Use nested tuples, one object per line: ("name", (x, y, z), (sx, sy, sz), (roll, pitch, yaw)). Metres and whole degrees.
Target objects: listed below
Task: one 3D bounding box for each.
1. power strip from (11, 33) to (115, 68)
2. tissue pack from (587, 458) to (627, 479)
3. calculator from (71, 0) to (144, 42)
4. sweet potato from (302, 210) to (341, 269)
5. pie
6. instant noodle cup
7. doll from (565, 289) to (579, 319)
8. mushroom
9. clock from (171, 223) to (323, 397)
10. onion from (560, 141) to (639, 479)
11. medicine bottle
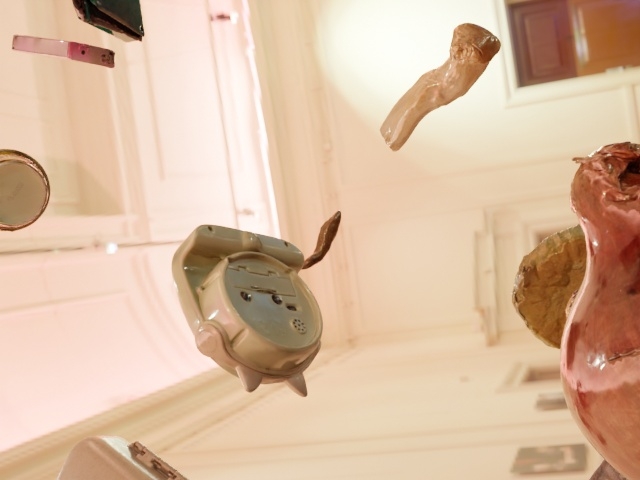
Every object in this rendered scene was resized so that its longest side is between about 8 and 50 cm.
("power strip", (-0.526, -0.388, 1.932), (0.109, 0.279, 0.037), (4, -80, -43))
("tissue pack", (0.490, 0.403, 1.483), (0.235, 0.073, 0.173), (-59, 14, 14))
("calculator", (-0.411, -0.516, 1.773), (0.248, 0.058, 0.274), (-2, -97, -79))
("sweet potato", (0.005, 0.005, 1.963), (0.153, 0.041, 0.038), (-57, 9, -13))
("pie", (0.566, 0.108, 2.100), (0.071, 0.306, 0.306), (-89, -14, -74))
("instant noodle cup", (-0.656, -0.103, 2.000), (0.144, 0.182, 0.182), (-166, 63, -67))
("doll", (0.537, 0.095, 1.777), (0.291, 0.086, 0.117), (-33, -22, -48))
("mushroom", (0.132, -0.179, 1.133), (0.054, 0.202, 0.059), (28, -138, -22))
("clock", (-0.111, 0.129, 1.690), (0.265, 0.108, 0.324), (12, -137, -41))
("onion", (0.380, 0.068, 0.820), (0.353, 0.354, 0.353), (-8, -90, -73))
("medicine bottle", (-0.331, 0.520, 1.657), (0.123, 0.375, 0.282), (17, -83, -57))
